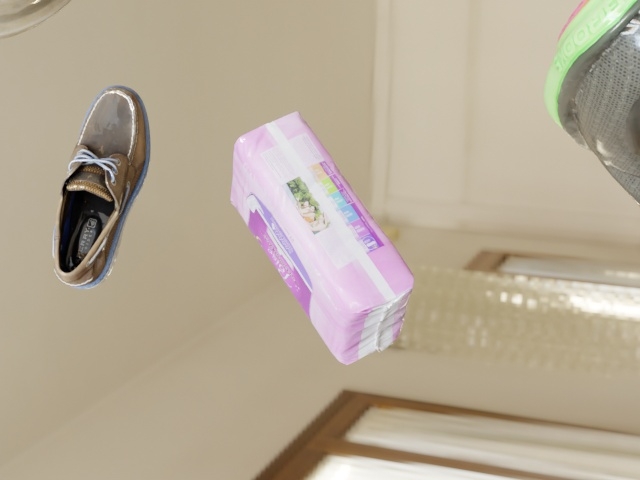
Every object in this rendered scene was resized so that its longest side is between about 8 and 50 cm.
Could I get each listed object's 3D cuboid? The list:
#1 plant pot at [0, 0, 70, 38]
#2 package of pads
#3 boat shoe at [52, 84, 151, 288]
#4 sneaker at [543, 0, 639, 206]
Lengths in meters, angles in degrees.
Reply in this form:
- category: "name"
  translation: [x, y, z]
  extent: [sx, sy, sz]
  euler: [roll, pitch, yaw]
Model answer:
- category: "plant pot"
  translation: [-0.249, -0.358, 0.957]
  extent: [0.334, 0.305, 0.333]
  euler: [8, -103, -37]
- category: "package of pads"
  translation: [0.000, 0.000, 0.438]
  extent: [0.032, 0.083, 0.050]
  euler: [-27, -23, -20]
- category: "boat shoe"
  translation: [-0.190, -0.048, 1.048]
  extent: [0.066, 0.066, 0.183]
  euler: [65, -146, -86]
- category: "sneaker"
  translation: [0.304, -0.026, 0.782]
  extent: [0.483, 0.185, 0.202]
  euler: [39, -166, -46]
